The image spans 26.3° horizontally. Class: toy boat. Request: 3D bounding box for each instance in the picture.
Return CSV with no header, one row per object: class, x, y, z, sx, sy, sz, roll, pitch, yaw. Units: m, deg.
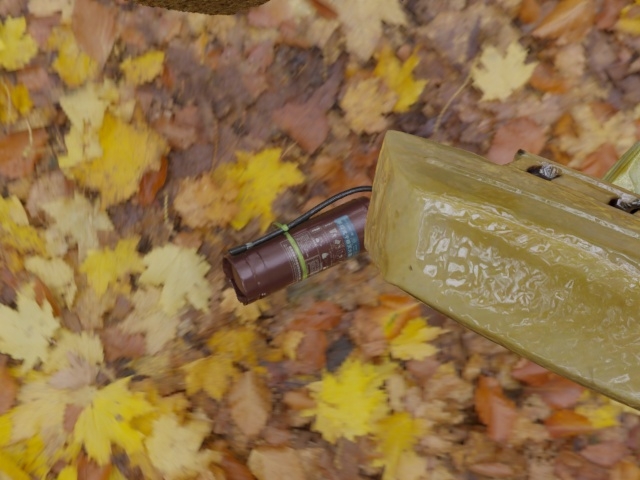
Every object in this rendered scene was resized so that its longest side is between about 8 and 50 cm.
toy boat,0.105,0.017,0.468,0.201,0.077,0.057,25,115,26
toy boat,0.323,-0.061,1.381,0.172,0.066,0.065,-38,89,-23

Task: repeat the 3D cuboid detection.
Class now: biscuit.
biscuit,-0.096,-0.242,1.274,0.131,0.237,0.026,-14,86,28

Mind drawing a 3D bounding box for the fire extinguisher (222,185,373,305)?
fire extinguisher,0.000,0.000,0.907,0.132,0.039,0.056,-24,122,-18
